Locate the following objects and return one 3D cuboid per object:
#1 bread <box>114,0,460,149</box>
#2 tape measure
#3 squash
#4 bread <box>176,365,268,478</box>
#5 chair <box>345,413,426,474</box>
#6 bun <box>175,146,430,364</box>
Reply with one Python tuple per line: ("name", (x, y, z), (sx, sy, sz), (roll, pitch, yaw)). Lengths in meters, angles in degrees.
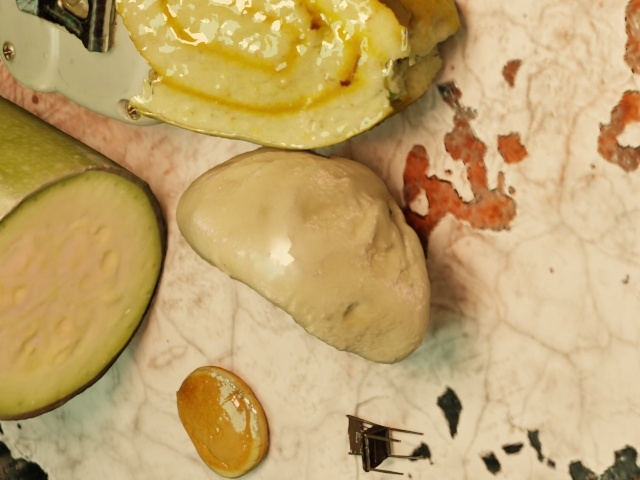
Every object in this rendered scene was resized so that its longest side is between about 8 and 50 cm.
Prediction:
("bread", (-0.029, -0.164, 1.336), (0.257, 0.124, 0.186), (19, 112, 5))
("tape measure", (-0.182, -0.231, 1.496), (0.246, 0.125, 0.243), (25, 121, 36))
("squash", (-0.364, -0.027, 1.648), (0.384, 0.263, 0.263), (30, 124, 33))
("bread", (-0.091, 0.166, 1.622), (0.110, 0.024, 0.110), (17, 116, 39))
("chair", (0.043, 0.172, 1.486), (0.086, 0.042, 0.037), (5, 104, 42))
("bun", (0.000, 0.000, 1.377), (0.231, 0.231, 0.133), (31, 86, 32))
